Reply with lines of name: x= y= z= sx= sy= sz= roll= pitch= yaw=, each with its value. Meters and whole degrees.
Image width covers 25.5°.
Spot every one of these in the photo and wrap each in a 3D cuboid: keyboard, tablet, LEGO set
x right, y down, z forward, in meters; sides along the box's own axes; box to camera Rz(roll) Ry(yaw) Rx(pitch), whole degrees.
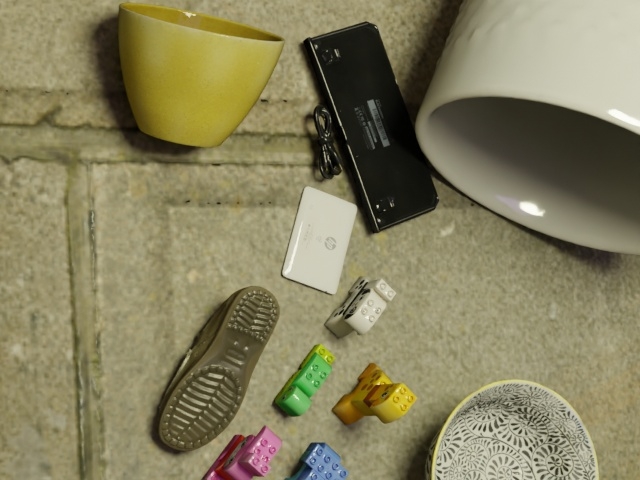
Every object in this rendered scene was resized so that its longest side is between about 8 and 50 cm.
keyboard: x=0.033 y=-0.097 z=1.243 sx=0.108 sy=0.023 sz=0.180 roll=-21 pitch=92 yaw=-35
tablet: x=0.000 y=0.000 z=1.222 sx=0.054 sy=0.006 sz=0.083 roll=21 pitch=75 yaw=-23
LEGO set: x=0.018 y=0.135 z=1.163 sx=0.087 sy=0.093 sz=0.227 roll=44 pitch=66 yaw=-15

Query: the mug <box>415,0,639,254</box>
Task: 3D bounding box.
mug: x=0.288 y=-0.172 z=1.265 sx=0.374 sy=0.276 sz=0.328 roll=44 pitch=62 yaw=-50

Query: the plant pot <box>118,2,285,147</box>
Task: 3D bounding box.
plant pot: x=-0.103 y=-0.129 z=1.132 sx=0.134 sy=0.134 sz=0.095 roll=6 pitch=105 yaw=-26

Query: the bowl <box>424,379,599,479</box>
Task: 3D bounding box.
bowl: x=0.151 y=0.207 z=1.227 sx=0.170 sy=0.080 sz=0.170 roll=4 pitch=81 yaw=-25

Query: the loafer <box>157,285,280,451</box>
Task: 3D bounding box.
loafer: x=-0.083 y=0.103 z=1.144 sx=0.056 sy=0.050 sz=0.148 roll=35 pitch=85 yaw=-15
